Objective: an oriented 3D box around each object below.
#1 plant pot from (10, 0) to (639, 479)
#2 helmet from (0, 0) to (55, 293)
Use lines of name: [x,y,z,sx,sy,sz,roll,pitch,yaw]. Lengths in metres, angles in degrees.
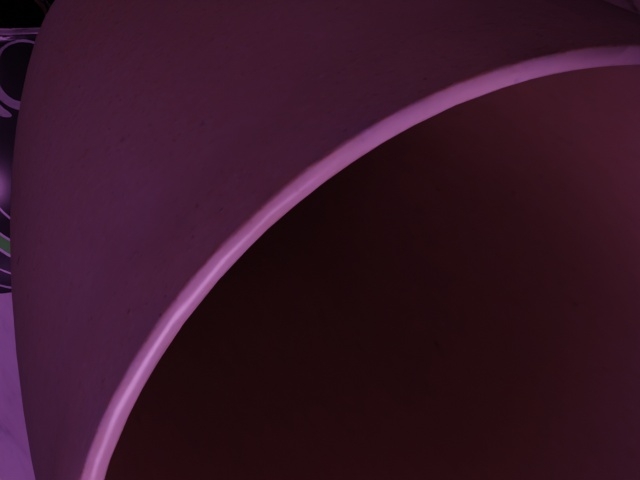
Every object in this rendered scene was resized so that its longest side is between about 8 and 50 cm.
plant pot: [0.000,0.000,0.555,0.274,0.256,0.256,-130,28,-51]
helmet: [-0.171,-0.052,0.832,0.169,0.169,0.161,33,123,39]
